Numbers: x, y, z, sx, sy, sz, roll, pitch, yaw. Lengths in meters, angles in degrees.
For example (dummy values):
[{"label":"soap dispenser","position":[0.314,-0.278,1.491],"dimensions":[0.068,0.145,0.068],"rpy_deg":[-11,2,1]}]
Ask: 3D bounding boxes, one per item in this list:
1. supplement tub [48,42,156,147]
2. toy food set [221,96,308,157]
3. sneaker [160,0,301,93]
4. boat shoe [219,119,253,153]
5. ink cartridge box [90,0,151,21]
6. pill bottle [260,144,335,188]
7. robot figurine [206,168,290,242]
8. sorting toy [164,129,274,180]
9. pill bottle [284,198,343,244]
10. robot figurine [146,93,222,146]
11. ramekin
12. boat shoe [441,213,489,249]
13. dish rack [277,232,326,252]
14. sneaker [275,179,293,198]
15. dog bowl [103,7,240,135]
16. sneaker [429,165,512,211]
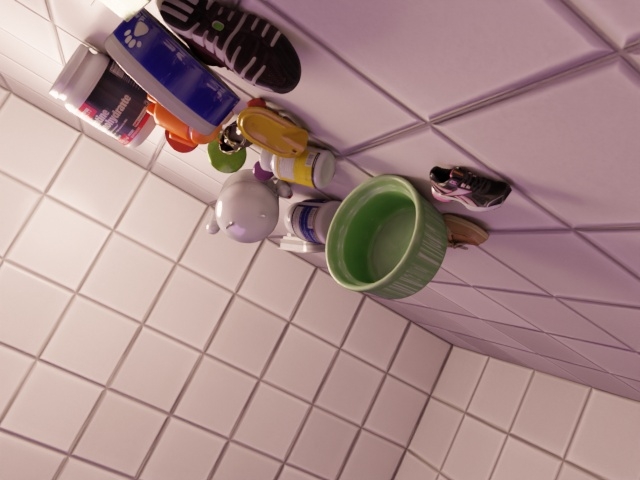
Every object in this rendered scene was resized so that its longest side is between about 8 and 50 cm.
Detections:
[{"label":"supplement tub","position":[-0.611,-0.413,1.545],"dimensions":[0.272,0.191,0.191],"rpy_deg":[33,168,-32]},{"label":"toy food set","position":[-0.127,-0.291,1.300],"dimensions":[0.217,0.071,0.128],"rpy_deg":[28,146,-14]},{"label":"sneaker","position":[-0.151,-0.351,0.992],"dimensions":[0.281,0.106,0.162],"rpy_deg":[35,177,4]},{"label":"boat shoe","position":[-0.236,-0.287,1.491],"dimensions":[0.081,0.068,0.227],"rpy_deg":[61,163,-7]},{"label":"ink cartridge box","position":[-0.309,-0.436,0.890],"dimensions":[0.062,0.109,0.209],"rpy_deg":[35,167,-32]},{"label":"pill bottle","position":[-0.062,-0.202,1.394],"dimensions":[0.184,0.103,0.103],"rpy_deg":[16,166,25]},{"label":"robot figurine","position":[-0.232,-0.114,1.730],"dimensions":[0.200,0.300,0.353],"rpy_deg":[58,-173,-20]},{"label":"sorting toy","position":[-0.303,-0.295,1.695],"dimensions":[0.365,0.127,0.126],"rpy_deg":[24,-161,1]},{"label":"pill bottle","position":[-0.012,-0.067,1.842],"dimensions":[0.153,0.153,0.264],"rpy_deg":[33,169,-30]},{"label":"robot figurine","position":[-0.359,-0.339,1.445],"dimensions":[0.219,0.158,0.128],"rpy_deg":[26,-174,4]},{"label":"ramekin","position":[0.169,0.001,1.342],"dimensions":[0.148,0.303,0.303],"rpy_deg":[25,173,-38]},{"label":"boat shoe","position":[0.321,-0.014,1.429],"dimensions":[0.104,0.089,0.285],"rpy_deg":[34,167,-32]},{"label":"dish rack","position":[0.000,0.000,2.110],"dimensions":[0.285,0.072,0.333],"rpy_deg":[-5,-177,-24]},{"label":"sneaker","position":[-0.141,-0.169,1.928],"dimensions":[0.075,0.057,0.161],"rpy_deg":[34,166,-7]},{"label":"dog bowl","position":[-0.293,-0.339,1.079],"dimensions":[0.265,0.104,0.265],"rpy_deg":[44,-173,-7]},{"label":"sneaker","position":[0.294,-0.112,1.087],"dimensions":[0.178,0.072,0.077],"rpy_deg":[11,151,41]}]
